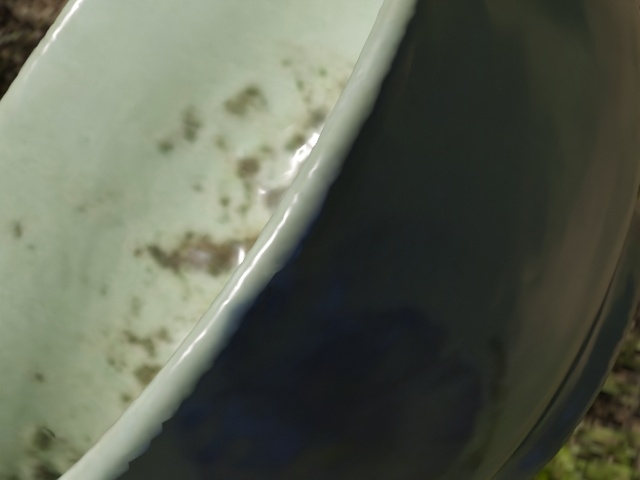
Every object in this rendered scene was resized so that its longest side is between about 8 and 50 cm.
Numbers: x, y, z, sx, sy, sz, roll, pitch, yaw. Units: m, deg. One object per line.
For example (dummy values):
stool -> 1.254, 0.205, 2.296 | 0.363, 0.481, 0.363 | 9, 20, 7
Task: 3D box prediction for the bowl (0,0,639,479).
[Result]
bowl -> 0.000, 0.000, 0.584 | 0.146, 0.289, 0.289 | 32, 124, -22
